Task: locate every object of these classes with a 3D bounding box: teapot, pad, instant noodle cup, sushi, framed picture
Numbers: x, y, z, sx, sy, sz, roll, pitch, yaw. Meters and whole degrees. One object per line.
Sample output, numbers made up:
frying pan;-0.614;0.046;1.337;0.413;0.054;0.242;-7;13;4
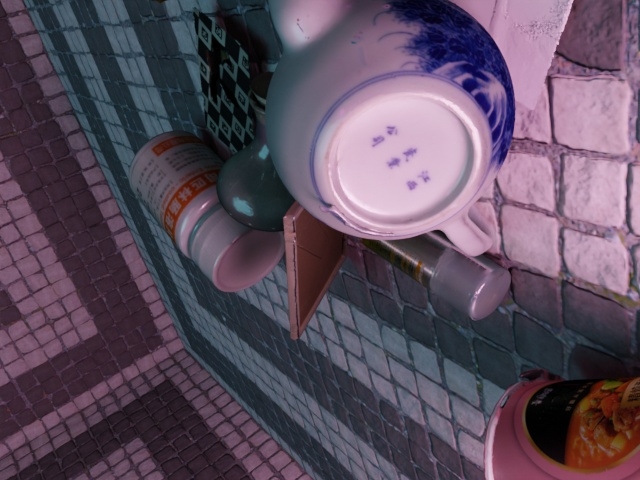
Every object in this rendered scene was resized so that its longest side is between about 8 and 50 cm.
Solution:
teapot;0.070;-0.140;0.631;0.424;0.252;0.280;46;-159;-27
pad;0.171;-0.246;0.556;0.156;0.004;0.232;44;156;28
instant noodle cup;0.334;0.231;0.578;0.243;0.244;0.255;57;146;5
sushi;-0.165;-0.288;1.107;0.192;0.043;0.279;44;150;30
teapot;-0.079;-0.144;0.975;0.183;0.184;0.250;44;140;30
framed picture;0.000;0.000;0.938;0.020;0.211;0.289;18;140;16

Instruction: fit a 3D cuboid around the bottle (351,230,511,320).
bottle;0.132;0.007;0.833;0.286;0.082;0.082;37;147;40

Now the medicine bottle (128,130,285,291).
medicine bottle;-0.258;-0.071;1.316;0.371;0.211;0.211;44;151;30

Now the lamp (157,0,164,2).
lamp;-0.263;-0.491;0.944;0.161;0.161;0.185;58;155;4
